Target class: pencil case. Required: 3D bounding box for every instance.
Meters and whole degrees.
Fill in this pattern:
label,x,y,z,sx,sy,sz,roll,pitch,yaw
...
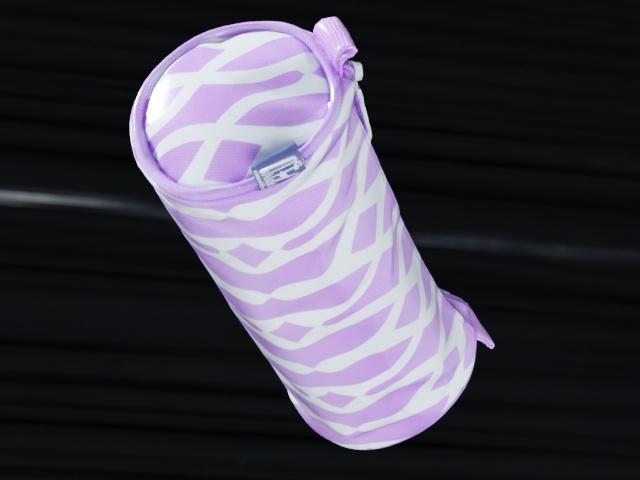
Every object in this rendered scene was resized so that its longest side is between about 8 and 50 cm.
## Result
label,x,y,z,sx,sy,sz,roll,pitch,yaw
pencil case,0.000,0.000,0.726,0.086,0.088,0.206,52,173,37
